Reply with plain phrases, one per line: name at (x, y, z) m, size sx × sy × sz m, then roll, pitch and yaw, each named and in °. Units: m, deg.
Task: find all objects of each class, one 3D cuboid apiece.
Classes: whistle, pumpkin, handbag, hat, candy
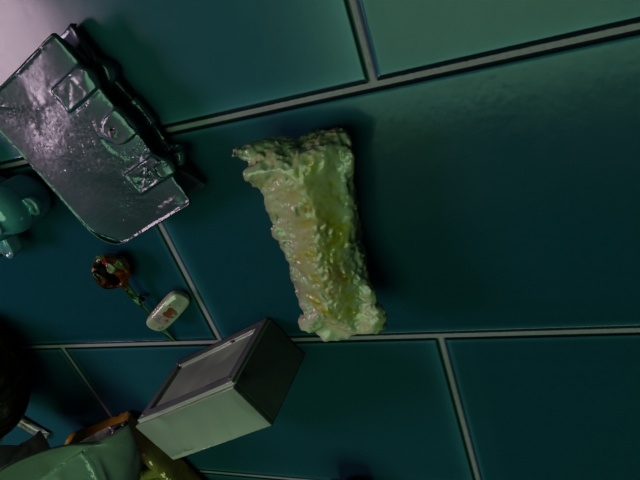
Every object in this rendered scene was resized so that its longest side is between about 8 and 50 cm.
whistle at (-0.487, -0.042, 0.774) m, size 0.274 × 0.093 × 0.186 m, roll -1°, pitch 123°, yaw 24°
pumpkin at (-0.646, 0.254, 0.974) m, size 0.261 × 0.189 × 0.260 m, roll 9°, pitch 125°, yaw 13°
handbag at (-0.261, -0.114, 0.654) m, size 0.179 × 0.062 × 0.229 m, roll -24°, pitch 113°, yaw 32°
hat at (-0.471, 0.416, 0.926) m, size 0.258 × 0.301 × 0.167 m, roll -16°, pitch 80°, yaw 29°
candy at (-0.269, 0.089, 0.820) m, size 0.056 × 0.049 × 0.184 m, roll -7°, pitch 129°, yaw 32°

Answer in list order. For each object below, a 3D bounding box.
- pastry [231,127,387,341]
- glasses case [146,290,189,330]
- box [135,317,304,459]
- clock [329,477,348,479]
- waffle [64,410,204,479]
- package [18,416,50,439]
pastry at (0.005, -0.002, 0.618) m, size 0.122 × 0.089 × 0.258 m, roll -7°, pitch 122°, yaw 20°
glasses case at (-0.223, 0.103, 0.809) m, size 0.032 × 0.021 × 0.083 m, roll 32°, pitch 118°, yaw -29°
box at (-0.146, 0.216, 0.800) m, size 0.225 × 0.129 × 0.086 m, roll -30°, pitch 109°, yaw 34°
clock at (0.038, 0.487, 0.880) m, size 0.068 × 0.196 × 0.196 m, roll 0°, pitch 123°, yaw 20°
waffle at (-0.363, 0.453, 1.093) m, size 0.221 × 0.055 × 0.247 m, roll -27°, pitch 111°, yaw 33°
package at (-0.621, 0.386, 1.167) m, size 0.110 × 0.015 × 0.037 m, roll 35°, pitch 123°, yaw -7°
